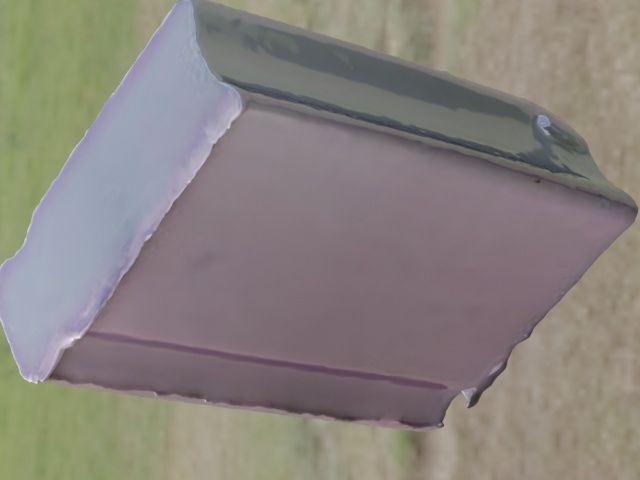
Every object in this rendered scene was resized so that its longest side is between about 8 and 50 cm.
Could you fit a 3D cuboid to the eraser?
[{"bbox_3d":[0.000,0.000,1.266,0.272,0.359,0.122,-53,46,29],"label":"eraser"}]
